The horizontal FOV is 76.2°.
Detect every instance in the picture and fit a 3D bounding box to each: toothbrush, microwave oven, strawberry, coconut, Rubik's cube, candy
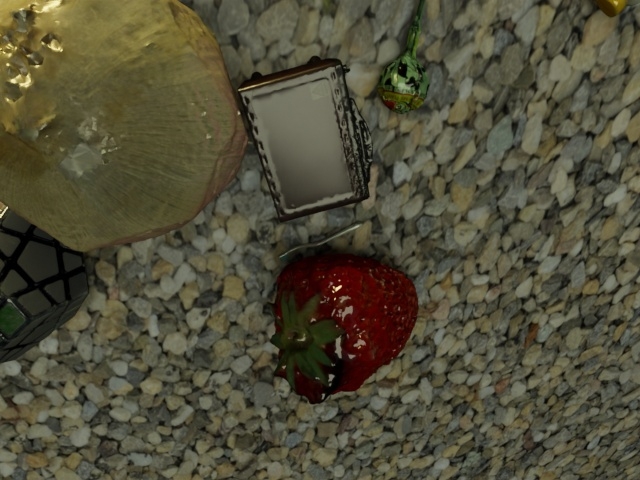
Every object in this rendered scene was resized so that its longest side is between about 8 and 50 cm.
[{"bbox_3d":[0.000,0.000,0.910,0.204,0.017,0.022,-24,106,2],"label":"toothbrush"},{"bbox_3d":[-0.021,-0.185,0.730,0.188,0.178,0.247,-17,117,-1],"label":"microwave oven"},{"bbox_3d":[0.042,0.165,0.874,0.310,0.292,0.291,-2,126,-59],"label":"strawberry"},{"bbox_3d":[-0.304,-0.178,0.584,0.405,0.404,0.404,-4,115,-8],"label":"coconut"},{"bbox_3d":[-0.568,0.059,0.695,0.319,0.319,0.263,25,79,-19],"label":"Rubik's cube"},{"bbox_3d":[0.180,-0.385,0.736,0.091,0.083,0.305,20,105,21],"label":"candy"}]

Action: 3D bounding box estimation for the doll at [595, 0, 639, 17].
[{"bbox_3d":[0.623,-0.543,0.700,0.314,0.141,0.177,-40,85,23],"label":"doll"}]
